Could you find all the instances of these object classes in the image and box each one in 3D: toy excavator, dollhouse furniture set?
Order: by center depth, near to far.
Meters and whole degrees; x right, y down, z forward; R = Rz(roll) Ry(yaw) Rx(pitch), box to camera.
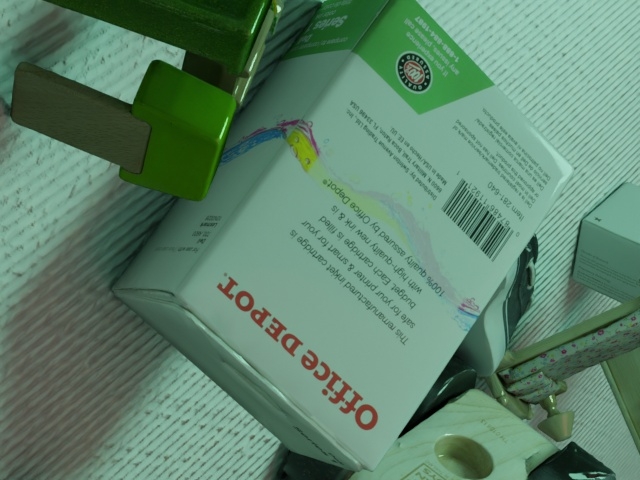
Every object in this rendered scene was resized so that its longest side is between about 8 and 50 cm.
[{"bbox_3d":[-0.080,-0.208,1.156,0.197,0.151,0.301,113,-2,-61],"label":"dollhouse furniture set"},{"bbox_3d":[0.026,0.374,1.767,0.433,0.222,0.445,-29,147,-48],"label":"toy excavator"},{"bbox_3d":[0.348,0.146,1.987,0.303,0.174,0.355,-26,162,13],"label":"dollhouse furniture set"}]

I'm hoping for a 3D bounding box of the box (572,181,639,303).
[{"bbox_3d":[0.347,0.007,2.117,0.101,0.102,0.087,-36,142,-42],"label":"box"}]

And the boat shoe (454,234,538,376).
[{"bbox_3d":[0.150,0.014,1.749,0.102,0.108,0.301,-52,155,-22],"label":"boat shoe"}]

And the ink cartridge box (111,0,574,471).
[{"bbox_3d":[0.018,-0.007,1.363,0.201,0.117,0.278,43,71,-23],"label":"ink cartridge box"}]
